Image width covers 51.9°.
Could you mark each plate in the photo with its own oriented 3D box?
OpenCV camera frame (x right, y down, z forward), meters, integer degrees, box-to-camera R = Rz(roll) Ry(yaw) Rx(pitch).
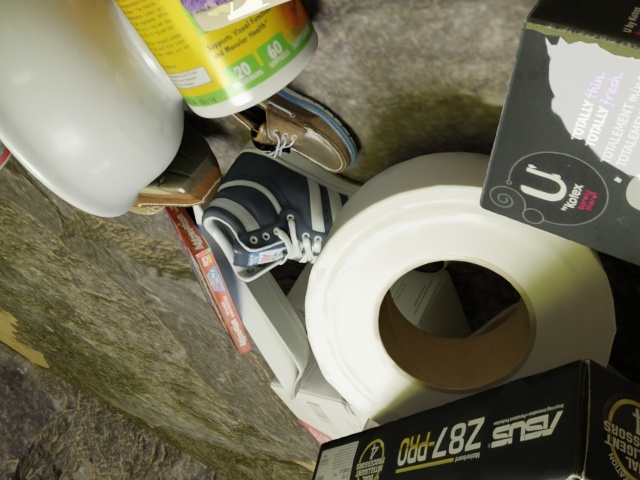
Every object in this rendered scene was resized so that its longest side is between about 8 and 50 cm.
[{"bbox_3d":[-0.092,0.087,0.954,0.278,0.045,0.277,56,165,16],"label":"plate"}]

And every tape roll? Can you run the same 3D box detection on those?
[{"bbox_3d":[0.132,0.061,0.647,0.287,0.100,0.286,5,115,10],"label":"tape roll"}]

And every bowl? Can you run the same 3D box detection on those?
[{"bbox_3d":[-0.220,-0.182,0.658,0.134,0.297,0.297,-25,126,9],"label":"bowl"}]

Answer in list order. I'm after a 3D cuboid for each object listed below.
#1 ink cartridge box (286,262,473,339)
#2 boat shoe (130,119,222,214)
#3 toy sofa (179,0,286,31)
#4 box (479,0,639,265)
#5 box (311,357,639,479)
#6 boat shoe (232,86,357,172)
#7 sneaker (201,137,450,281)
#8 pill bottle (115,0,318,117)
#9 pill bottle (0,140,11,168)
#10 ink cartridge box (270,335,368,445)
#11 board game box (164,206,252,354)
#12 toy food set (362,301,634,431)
[{"bbox_3d":[0.082,0.108,0.892,0.213,0.093,0.154,8,141,38],"label":"ink cartridge box"},{"bbox_3d":[-0.247,-0.099,0.897,0.324,0.122,0.120,18,152,39],"label":"boat shoe"},{"bbox_3d":[0.054,-0.241,0.305,0.363,0.177,0.150,-2,139,35],"label":"toy sofa"},{"bbox_3d":[0.264,-0.072,0.421,0.271,0.143,0.165,22,144,18],"label":"box"},{"bbox_3d":[0.209,0.254,0.603,0.318,0.097,0.395,28,146,-16],"label":"box"},{"bbox_3d":[-0.046,-0.124,0.709,0.183,0.066,0.066,36,149,-3],"label":"boat shoe"},{"bbox_3d":[0.000,0.000,0.756,0.282,0.153,0.099,28,149,9],"label":"sneaker"},{"bbox_3d":[-0.115,-0.238,0.547,0.136,0.136,0.245,2,137,41],"label":"pill bottle"},{"bbox_3d":[-0.541,-0.236,0.872,0.210,0.210,0.363,32,149,3],"label":"pill bottle"},{"bbox_3d":[0.090,0.280,1.097,0.283,0.117,0.207,4,138,40],"label":"ink cartridge box"},{"bbox_3d":[-0.182,0.060,1.064,0.145,0.027,0.281,49,161,37],"label":"board game box"},{"bbox_3d":[0.225,0.228,0.799,0.220,0.092,0.306,37,116,-19],"label":"toy food set"}]
